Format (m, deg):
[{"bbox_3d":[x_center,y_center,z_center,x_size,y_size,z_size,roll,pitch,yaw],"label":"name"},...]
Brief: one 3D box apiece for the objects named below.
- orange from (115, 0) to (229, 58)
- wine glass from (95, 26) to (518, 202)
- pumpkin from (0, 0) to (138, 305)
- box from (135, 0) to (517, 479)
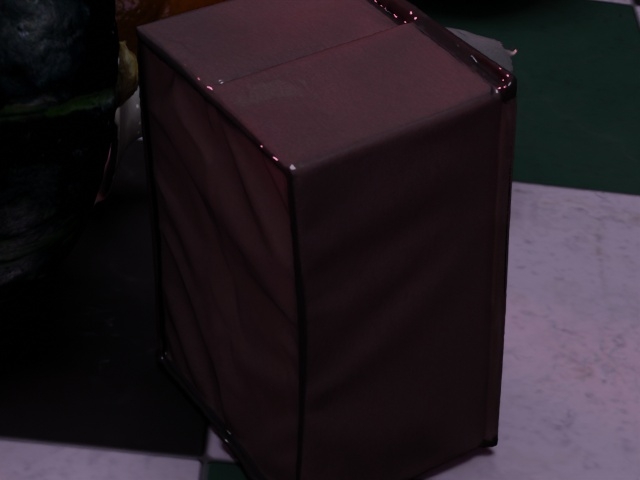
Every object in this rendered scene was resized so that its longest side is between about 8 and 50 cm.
[{"bbox_3d":[-0.180,-0.225,1.274,0.240,0.171,0.240,23,14,-6],"label":"orange"},{"bbox_3d":[-0.019,-0.096,1.159,0.321,0.143,0.143,-2,35,-16],"label":"wine glass"},{"bbox_3d":[-0.230,-0.099,0.975,0.239,0.315,0.315,0,34,-24],"label":"pumpkin"},{"bbox_3d":[0.000,0.000,0.924,0.153,0.252,0.188,-20,41,-27],"label":"box"}]
